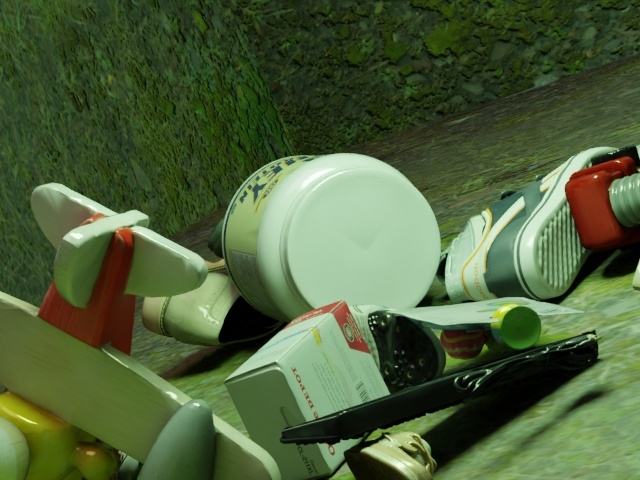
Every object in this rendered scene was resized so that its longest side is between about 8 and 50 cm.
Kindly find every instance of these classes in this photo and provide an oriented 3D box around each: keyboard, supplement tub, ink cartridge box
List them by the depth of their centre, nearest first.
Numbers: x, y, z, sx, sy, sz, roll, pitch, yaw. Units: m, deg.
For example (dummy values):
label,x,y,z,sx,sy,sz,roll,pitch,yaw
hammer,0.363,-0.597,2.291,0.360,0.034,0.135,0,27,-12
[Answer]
label,x,y,z,sx,sy,sz,roll,pitch,yaw
keyboard,0.135,0.135,1.586,0.317,0.033,0.201,-15,-5,-33
ink cartridge box,-0.010,0.155,1.743,0.072,0.127,0.175,-21,9,29
supplement tub,0.012,0.004,2.254,0.235,0.235,0.325,-26,8,-13

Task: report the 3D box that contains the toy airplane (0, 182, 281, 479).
label,x,y,z,sx,sy,sz,roll,pitch,yaw
toy airplane,-0.261,0.145,1.658,0.386,0.384,0.272,-16,18,38

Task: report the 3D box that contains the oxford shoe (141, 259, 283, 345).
label,x,y,z,sx,sy,sz,roll,pitch,yaw
oxford shoe,-0.087,0.084,2.537,0.146,0.140,0.397,25,29,29

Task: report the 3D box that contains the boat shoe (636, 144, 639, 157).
label,x,y,z,sx,sy,sz,roll,pitch,yaw
boat shoe,0.451,-0.103,2.257,0.083,0.076,0.226,-28,9,-28

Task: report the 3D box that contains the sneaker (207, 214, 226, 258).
label,x,y,z,sx,sy,sz,roll,pitch,yaw
sneaker,0.000,0.000,2.471,0.330,0.146,0.122,-10,-34,-33

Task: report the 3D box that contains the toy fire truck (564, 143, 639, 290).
label,x,y,z,sx,sy,sz,roll,pitch,yaw
toy fire truck,0.366,-0.030,1.895,0.217,0.159,0.246,-17,1,37

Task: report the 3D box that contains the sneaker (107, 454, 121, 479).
label,x,y,z,sx,sy,sz,roll,pitch,yaw
sneaker,-0.196,0.229,2.002,0.185,0.070,0.084,-18,16,31

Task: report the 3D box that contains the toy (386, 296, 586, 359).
label,x,y,z,sx,sy,sz,roll,pitch,yaw
toy,0.165,0.092,1.746,0.136,0.056,0.237,-5,-1,-13

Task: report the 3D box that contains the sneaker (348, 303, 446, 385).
label,x,y,z,sx,sy,sz,roll,pitch,yaw
sneaker,0.084,0.114,1.925,0.086,0.085,0.237,0,5,-25

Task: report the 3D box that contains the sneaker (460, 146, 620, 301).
label,x,y,z,sx,sy,sz,roll,pitch,yaw
sneaker,0.275,-0.020,2.061,0.127,0.126,0.321,-14,13,38

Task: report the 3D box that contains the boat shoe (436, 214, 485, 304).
label,x,y,z,sx,sy,sz,roll,pitch,yaw
boat shoe,0.184,0.026,2.179,0.081,0.079,0.227,-18,12,7

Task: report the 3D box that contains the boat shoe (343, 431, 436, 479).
label,x,y,z,sx,sy,sz,roll,pitch,yaw
boat shoe,0.070,0.194,1.505,0.059,0.063,0.170,-32,9,-13
